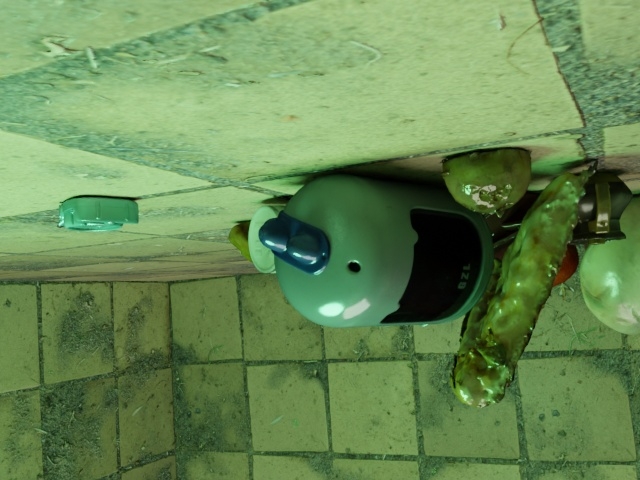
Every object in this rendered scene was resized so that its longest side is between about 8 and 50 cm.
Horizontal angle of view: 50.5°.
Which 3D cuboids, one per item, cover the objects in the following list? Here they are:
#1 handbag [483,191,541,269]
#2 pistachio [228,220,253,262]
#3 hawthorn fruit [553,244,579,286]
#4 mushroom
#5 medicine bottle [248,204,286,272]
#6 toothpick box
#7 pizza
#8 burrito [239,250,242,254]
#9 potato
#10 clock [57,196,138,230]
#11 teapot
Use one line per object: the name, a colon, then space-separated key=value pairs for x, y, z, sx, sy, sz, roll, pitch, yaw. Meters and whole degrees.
handbag: x=0.384 y=0.006 z=1.430 sx=0.260 sy=0.084 sz=0.275 roll=1 pitch=147 yaw=-48
pistachio: x=-0.106 y=0.005 z=1.493 sx=0.189 sy=0.100 sz=0.110 roll=-5 pitch=170 yaw=0
hawthorn fruit: x=0.501 y=0.041 z=1.636 sx=0.225 sy=0.197 sz=0.196 roll=-31 pitch=179 yaw=-9
mushroom: x=0.739 y=0.042 z=1.519 sx=0.315 sy=0.315 sz=0.356 roll=-8 pitch=-158 yaw=38
medicine bottle: x=0.006 y=-0.002 z=1.263 sx=0.258 sy=0.144 sz=0.143 roll=-1 pitch=174 yaw=-33
toothpick box: x=0.073 y=0.015 z=1.062 sx=0.263 sy=0.263 sz=0.354 roll=-9 pitch=172 yaw=43
pizza: x=0.298 y=0.114 z=1.117 sx=0.080 sy=0.392 sz=0.435 roll=24 pitch=149 yaw=9
burrito: x=-0.077 y=0.007 z=1.783 sx=0.275 sy=0.059 sz=0.082 roll=-4 pitch=-178 yaw=6
potato: x=0.257 y=-0.074 z=0.953 sx=0.172 sy=0.089 sz=0.100 roll=3 pitch=169 yaw=-44
clock: x=-0.375 y=-0.040 z=1.114 sx=0.108 sy=0.045 sz=0.147 roll=3 pitch=172 yaw=-43
teapot: x=0.468 y=-0.054 z=1.158 sx=0.130 sy=0.119 sz=0.165 roll=-6 pitch=174 yaw=12
